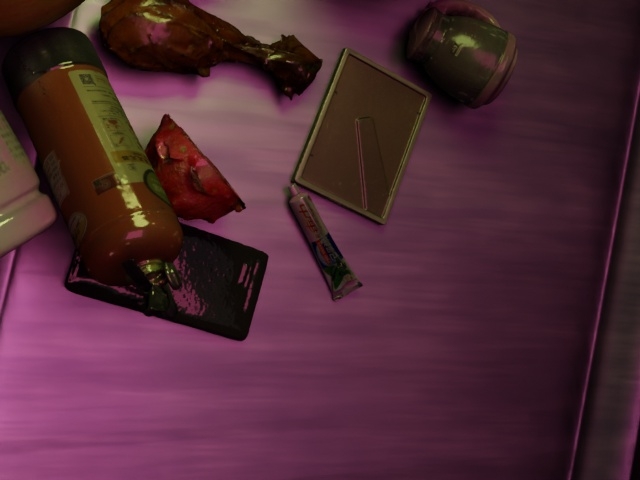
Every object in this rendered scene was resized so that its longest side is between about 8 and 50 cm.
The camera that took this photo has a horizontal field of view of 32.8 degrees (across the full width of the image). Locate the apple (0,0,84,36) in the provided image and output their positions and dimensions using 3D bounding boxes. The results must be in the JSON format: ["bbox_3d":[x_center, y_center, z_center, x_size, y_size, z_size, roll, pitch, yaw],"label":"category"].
[{"bbox_3d":[-0.339,-0.361,1.191,0.264,0.264,0.264,1,88,-24],"label":"apple"}]

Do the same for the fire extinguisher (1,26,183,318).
[{"bbox_3d":[-0.226,-0.055,1.233,0.113,0.200,0.376,-34,66,14],"label":"fire extinguisher"}]

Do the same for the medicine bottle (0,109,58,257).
[{"bbox_3d":[-0.448,-0.112,1.159,0.212,0.212,0.325,-33,101,-21],"label":"medicine bottle"}]

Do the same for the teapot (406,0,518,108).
[{"bbox_3d":[0.195,-0.272,1.501,0.146,0.116,0.148,26,82,-10],"label":"teapot"}]

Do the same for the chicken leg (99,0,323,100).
[{"bbox_3d":[-0.129,-0.252,1.375,0.304,0.093,0.113,7,74,-27],"label":"chicken leg"}]

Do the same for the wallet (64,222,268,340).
[{"bbox_3d":[-0.188,0.038,1.368,0.244,0.025,0.124,20,81,-22],"label":"wallet"}]

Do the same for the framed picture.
[{"bbox_3d":[0.059,-0.142,1.487,0.150,0.015,0.203,24,79,-21],"label":"framed picture"}]

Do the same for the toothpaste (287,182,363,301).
[{"bbox_3d":[0.000,0.000,1.451,0.045,0.028,0.170,-30,104,-10],"label":"toothpaste"}]

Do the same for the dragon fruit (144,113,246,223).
[{"bbox_3d":[-0.174,-0.063,1.327,0.111,0.153,0.153,-42,105,2],"label":"dragon fruit"}]
